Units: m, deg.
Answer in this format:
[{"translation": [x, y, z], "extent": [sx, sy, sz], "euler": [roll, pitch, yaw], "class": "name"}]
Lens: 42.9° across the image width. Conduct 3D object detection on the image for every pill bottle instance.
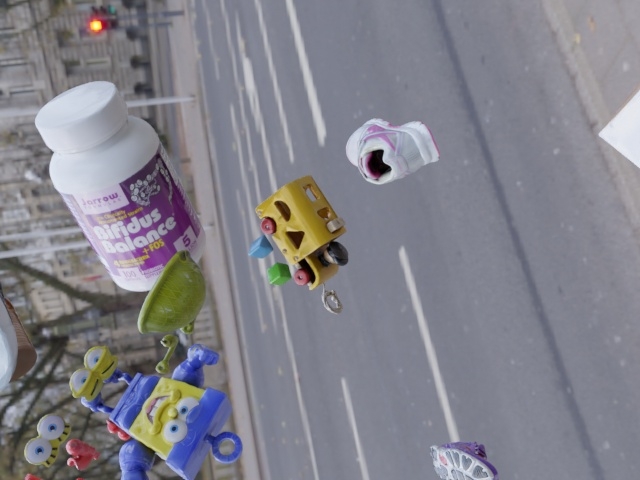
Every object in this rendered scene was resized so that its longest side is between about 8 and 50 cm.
[{"translation": [-0.302, -0.081, 1.235], "extent": [0.169, 0.169, 0.301], "euler": [-114, 2, -53], "class": "pill bottle"}]

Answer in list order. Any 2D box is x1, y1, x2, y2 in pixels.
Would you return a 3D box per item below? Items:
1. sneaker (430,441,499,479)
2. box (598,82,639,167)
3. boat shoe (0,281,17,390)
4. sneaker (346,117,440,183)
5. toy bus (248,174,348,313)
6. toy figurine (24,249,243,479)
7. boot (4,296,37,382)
[{"translation": [0.215, 0.315, 1.174], "extent": [0.170, 0.071, 0.068], "euler": [174, 77, -76], "class": "sneaker"}, {"translation": [0.394, -0.155, 0.881], "extent": [0.091, 0.170, 0.130], "euler": [41, 126, 8], "class": "box"}, {"translation": [-0.225, 0.007, 0.506], "extent": [0.083, 0.065, 0.183], "euler": [-90, -5, -56], "class": "boat shoe"}, {"translation": [0.108, -0.165, 1.537], "extent": [0.252, 0.111, 0.103], "euler": [6, 126, 63], "class": "sneaker"}, {"translation": [-0.009, -0.009, 1.334], "extent": [0.104, 0.202, 0.191], "euler": [-36, 42, 33], "class": "toy bus"}, {"translation": [-0.177, 0.214, 1.056], "extent": [0.362, 0.217, 0.191], "euler": [-59, -24, -26], "class": "toy figurine"}, {"translation": [-0.373, 0.089, 0.725], "extent": [0.152, 0.197, 0.073], "euler": [41, 127, 31], "class": "boot"}]
